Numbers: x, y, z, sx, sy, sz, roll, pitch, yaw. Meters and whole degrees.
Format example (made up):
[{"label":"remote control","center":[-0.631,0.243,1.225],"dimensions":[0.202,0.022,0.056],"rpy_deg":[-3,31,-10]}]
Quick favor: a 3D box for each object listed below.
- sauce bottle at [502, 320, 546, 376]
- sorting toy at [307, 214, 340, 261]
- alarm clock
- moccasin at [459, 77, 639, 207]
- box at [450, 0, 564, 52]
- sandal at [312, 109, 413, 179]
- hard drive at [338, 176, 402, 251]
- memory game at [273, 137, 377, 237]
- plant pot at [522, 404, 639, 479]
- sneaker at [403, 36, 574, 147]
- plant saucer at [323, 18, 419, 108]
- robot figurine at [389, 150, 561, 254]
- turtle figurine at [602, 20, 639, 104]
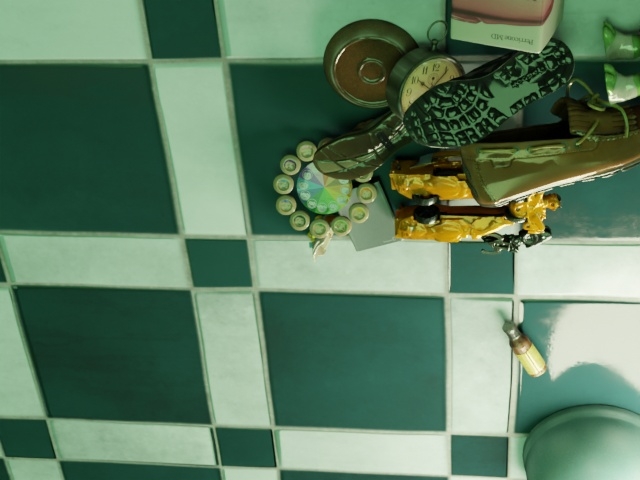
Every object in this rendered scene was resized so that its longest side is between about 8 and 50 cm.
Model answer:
[{"label":"sauce bottle","center":[0.390,0.206,2.316],"dimensions":[0.042,0.042,0.128],"rpy_deg":[-22,119,23]},{"label":"sorting toy","center":[0.000,0.000,2.200],"dimensions":[0.044,0.075,0.083],"rpy_deg":[20,126,-7]},{"label":"alarm clock","center":[0.173,-0.267,1.961],"dimensions":[0.129,0.064,0.192],"rpy_deg":[-4,122,-28]},{"label":"moccasin","center":[0.410,-0.176,1.947],"dimensions":[0.380,0.139,0.147],"rpy_deg":[-15,108,4]},{"label":"box","center":[0.282,-0.417,1.794],"dimensions":[0.148,0.127,0.232],"rpy_deg":[13,129,21]},{"label":"sandal","center":[0.089,-0.179,2.070],"dimensions":[0.219,0.060,0.090],"rpy_deg":[-34,119,12]},{"label":"hard drive","center":[0.085,-0.047,2.186],"dimensions":[0.094,0.022,0.135],"rpy_deg":[-14,123,18]},{"label":"memory game","center":[0.008,-0.092,2.132],"dimensions":[0.186,0.012,0.186],"rpy_deg":[1,106,4]},{"label":"plant pot","center":[0.554,0.502,2.416],"dimensions":[0.293,0.196,0.293],"rpy_deg":[4,127,5]},{"label":"sneaker","center":[0.270,-0.234,1.933],"dimensions":[0.283,0.124,0.107],"rpy_deg":[-24,100,11]},{"label":"plant saucer","center":[0.086,-0.285,2.004],"dimensions":[0.168,0.029,0.168],"rpy_deg":[5,127,6]},{"label":"robot figurine","center":[0.270,-0.076,2.097],"dimensions":[0.291,0.085,0.211],"rpy_deg":[0,127,9]},{"label":"turtle figurine","center":[0.561,-0.303,1.819],"dimensions":[0.266,0.274,0.198],"rpy_deg":[-5,91,17]}]
